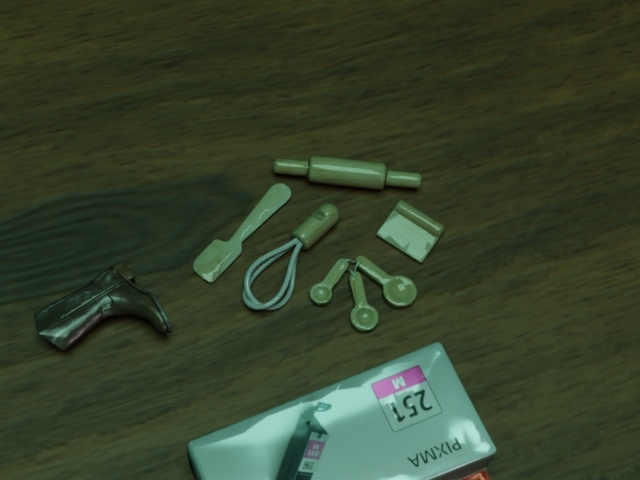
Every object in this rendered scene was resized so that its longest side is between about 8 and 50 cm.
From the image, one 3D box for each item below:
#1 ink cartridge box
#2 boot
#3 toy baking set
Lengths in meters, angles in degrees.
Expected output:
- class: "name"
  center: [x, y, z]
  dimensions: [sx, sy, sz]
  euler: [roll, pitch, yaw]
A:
- class: "ink cartridge box"
  center: [0.043, 0.254, 1.276]
  dimensions: [0.275, 0.060, 0.239]
  euler: [-20, 65, -14]
- class: "boot"
  center: [-0.221, 0.084, 1.354]
  dimensions: [0.114, 0.037, 0.106]
  euler: [-33, 57, -23]
- class: "toy baking set"
  center: [0.002, -0.006, 1.423]
  dimensions: [0.256, 0.030, 0.197]
  euler: [10, 62, 1]
